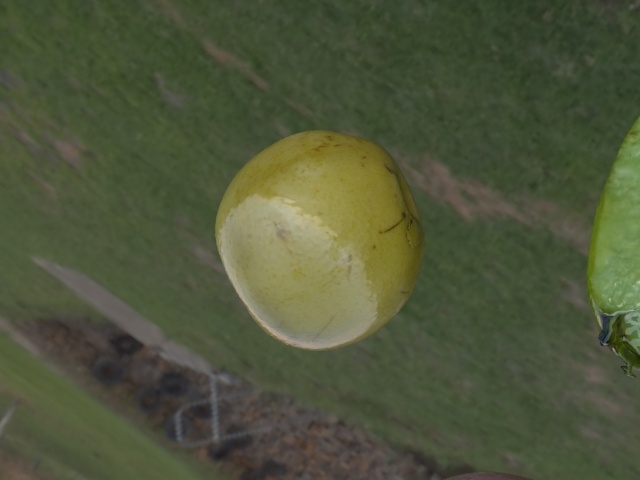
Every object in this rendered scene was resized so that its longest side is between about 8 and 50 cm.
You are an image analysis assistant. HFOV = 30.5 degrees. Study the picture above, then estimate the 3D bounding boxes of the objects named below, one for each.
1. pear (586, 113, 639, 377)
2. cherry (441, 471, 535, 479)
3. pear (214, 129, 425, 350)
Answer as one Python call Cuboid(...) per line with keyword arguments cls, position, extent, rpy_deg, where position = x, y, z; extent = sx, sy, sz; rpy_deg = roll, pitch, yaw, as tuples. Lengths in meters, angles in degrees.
Cuboid(cls="pear", position=(0.371, -0.028, 0.943), extent=(0.286, 0.282, 0.176), rpy_deg=(-10, 146, 26))
Cuboid(cls="cherry", position=(0.188, 0.349, 1.301), extent=(0.206, 0.239, 0.239), rpy_deg=(51, 178, 40))
Cuboid(cls="pear", position=(0.000, 0.000, 1.825), extent=(0.348, 0.348, 0.348), rpy_deg=(32, 164, 10))
